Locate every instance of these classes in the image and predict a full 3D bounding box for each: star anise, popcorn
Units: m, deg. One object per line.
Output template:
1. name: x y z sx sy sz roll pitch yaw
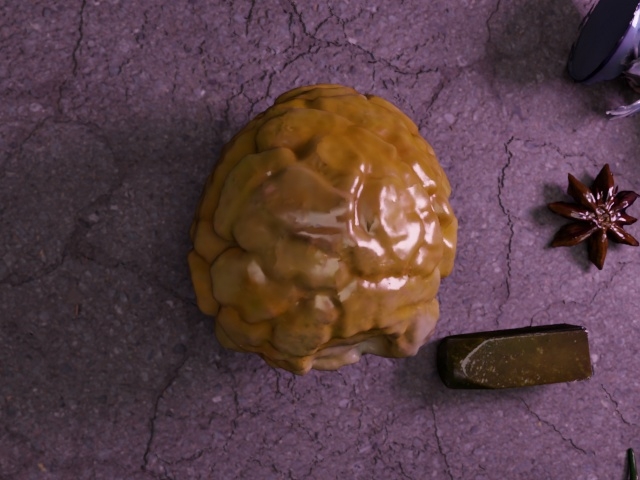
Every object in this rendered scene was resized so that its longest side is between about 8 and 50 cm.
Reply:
1. star anise: 0.431 -0.036 1.393 0.168 0.057 0.167 1 86 -10
2. popcorn: 0.009 -0.018 1.175 0.344 0.354 0.389 15 86 10

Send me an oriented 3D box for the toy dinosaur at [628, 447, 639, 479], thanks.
1. toy dinosaur: 0.405 0.554 1.354 0.301 0.087 0.446 -12 60 17

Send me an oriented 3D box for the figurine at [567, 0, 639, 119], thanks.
1. figurine: 0.591 -0.225 1.342 0.388 0.276 0.248 25 60 -10

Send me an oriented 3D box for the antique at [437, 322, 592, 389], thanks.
1. antique: 0.288 0.178 1.347 0.221 0.080 0.081 -5 90 -10
